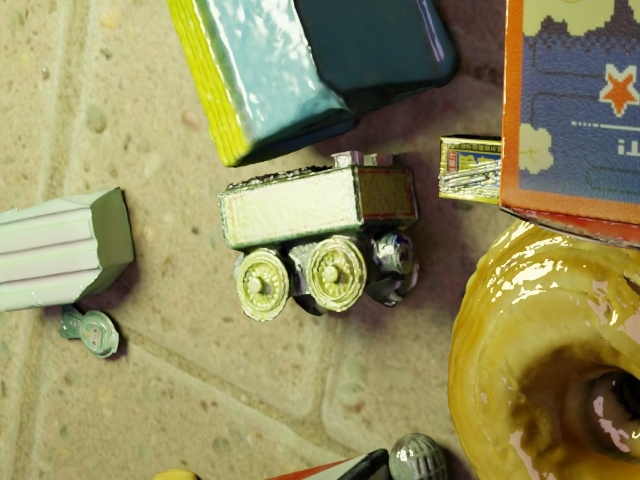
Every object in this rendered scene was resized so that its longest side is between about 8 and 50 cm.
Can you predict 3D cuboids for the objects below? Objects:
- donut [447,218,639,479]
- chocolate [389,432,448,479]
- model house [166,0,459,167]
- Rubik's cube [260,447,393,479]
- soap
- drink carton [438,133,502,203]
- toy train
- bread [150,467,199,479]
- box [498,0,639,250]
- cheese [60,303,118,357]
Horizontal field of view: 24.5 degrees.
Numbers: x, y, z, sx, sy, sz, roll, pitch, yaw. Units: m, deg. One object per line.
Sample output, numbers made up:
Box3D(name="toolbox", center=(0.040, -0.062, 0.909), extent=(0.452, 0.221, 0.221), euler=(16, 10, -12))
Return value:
Box3D(name="donut", center=(0.319, 0.160, 1.479), extent=(0.449, 0.198, 0.449), euler=(12, 110, 36))
Box3D(name="chocolate", center=(0.129, 0.308, 1.732), extent=(0.072, 0.072, 0.167), euler=(-19, 87, 38))
Box3D(name="model house", center=(-0.041, -0.221, 1.667), extent=(0.303, 0.215, 0.237), euler=(-21, 87, 42))
Box3D(name="Rubik's cube", center=(-0.044, 0.449, 1.718), extent=(0.305, 0.307, 0.310), euler=(-18, 89, 22))
Box3D(name="soap", center=(-0.354, 0.012, 2.022), extent=(0.230, 0.091, 0.145), euler=(-8, 97, 37))
Box3D(name="drink carton", center=(0.208, -0.075, 1.602), extent=(0.166, 0.056, 0.071), euler=(7, 100, 36))
Box3D(name="toy train", center=(0.000, 0.000, 1.730), extent=(0.261, 0.134, 0.177), euler=(-11, 85, 37))
Box3D(name="bread", center=(-0.204, 0.363, 1.983), extent=(0.082, 0.056, 0.115), euler=(-12, 67, 39))
Box3D(name="box", center=(0.373, -0.142, 1.279), extent=(0.318, 0.349, 0.257), euler=(11, 106, 33))
Box3D(name="cheese", center=(-0.322, 0.126, 2.060), extent=(0.121, 0.026, 0.067), euler=(19, 110, 37))
